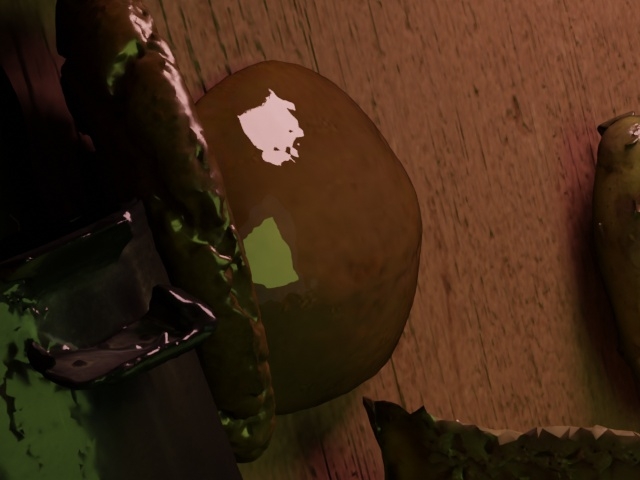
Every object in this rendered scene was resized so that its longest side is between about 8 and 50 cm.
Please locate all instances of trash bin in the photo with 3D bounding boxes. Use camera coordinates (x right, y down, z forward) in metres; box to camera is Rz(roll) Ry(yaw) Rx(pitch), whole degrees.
[{"bbox_3d":[-0.111,0.156,0.723,0.203,0.252,0.301,-29,103,-52],"label":"trash bin"}]

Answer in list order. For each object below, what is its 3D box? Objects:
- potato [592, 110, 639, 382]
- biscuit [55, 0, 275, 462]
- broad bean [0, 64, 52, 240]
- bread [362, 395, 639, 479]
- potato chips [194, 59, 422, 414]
[{"bbox_3d":[0.235,0.021,1.307,0.225,0.090,0.117,69,25,-17],"label":"potato"},{"bbox_3d":[-0.071,-0.010,0.840,0.042,0.226,0.226,-17,104,-10],"label":"biscuit"},{"bbox_3d":[-0.157,-0.061,0.829,0.060,0.043,0.297,-53,131,-46],"label":"broad bean"},{"bbox_3d":[0.192,0.186,1.108,0.279,0.248,0.315,-34,123,-49],"label":"bread"},{"bbox_3d":[0.000,0.000,1.023,0.208,0.062,0.195,30,61,-45],"label":"potato chips"}]
